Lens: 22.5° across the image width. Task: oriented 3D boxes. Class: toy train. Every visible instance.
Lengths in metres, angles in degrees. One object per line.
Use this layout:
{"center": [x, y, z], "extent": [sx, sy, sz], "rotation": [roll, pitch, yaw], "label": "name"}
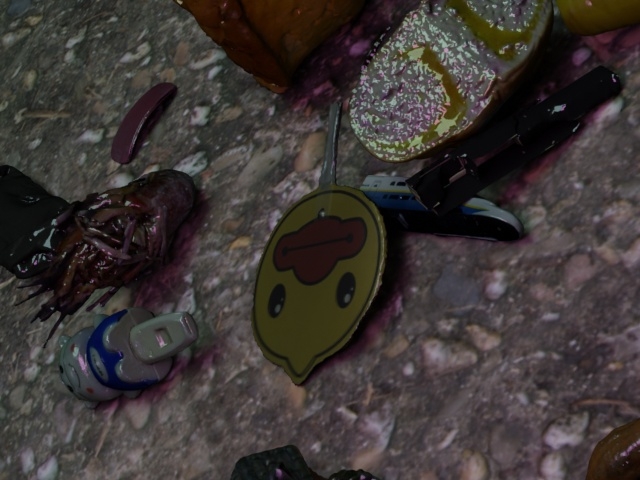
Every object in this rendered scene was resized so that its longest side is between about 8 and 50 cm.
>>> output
{"center": [0.133, -0.035, 1.741], "extent": [0.234, 0.052, 0.051], "rotation": [5, 58, 47], "label": "toy train"}

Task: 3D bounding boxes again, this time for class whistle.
{"center": [-0.238, 0.136, 1.926], "extent": [0.244, 0.092, 0.110], "rotation": [-22, 90, 40], "label": "whistle"}

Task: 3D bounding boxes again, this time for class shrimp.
{"center": [-0.260, 0.009, 1.986], "extent": [0.145, 0.116, 0.343], "rotation": [-2, 29, 32], "label": "shrimp"}

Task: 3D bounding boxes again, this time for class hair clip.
{"center": [-0.253, -0.170, 2.267], "extent": [0.054, 0.022, 0.137], "rotation": [19, 74, 54], "label": "hair clip"}

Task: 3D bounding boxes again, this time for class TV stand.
{"center": [0.206, -0.106, 1.696], "extent": [0.249, 0.042, 0.036], "rotation": [-32, 30, -7], "label": "TV stand"}

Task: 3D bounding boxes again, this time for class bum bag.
{"center": [-0.432, -0.020, 2.281], "extent": [0.142, 0.079, 0.326], "rotation": [-47, 33, -9], "label": "bum bag"}

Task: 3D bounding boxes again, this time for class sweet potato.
{"center": [0.302, 0.171, 1.396], "extent": [0.182, 0.053, 0.054], "rotation": [-26, 38, 29], "label": "sweet potato"}

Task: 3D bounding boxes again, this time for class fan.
{"center": [0.001, 0.000, 1.815], "extent": [0.229, 0.011, 0.335], "rotation": [-10, 67, 49], "label": "fan"}

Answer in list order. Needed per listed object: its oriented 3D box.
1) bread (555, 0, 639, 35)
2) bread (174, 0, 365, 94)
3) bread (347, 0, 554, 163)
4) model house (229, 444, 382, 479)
{"center": [0.411, -0.316, 1.650], "extent": [0.383, 0.112, 0.166], "rotation": [-18, 46, 37], "label": "bread"}
{"center": [-0.105, -0.378, 2.026], "extent": [0.215, 0.398, 0.398], "rotation": [-36, 39, 6], "label": "bread"}
{"center": [0.165, -0.188, 1.767], "extent": [0.158, 0.156, 0.260], "rotation": [47, 111, 23], "label": "bread"}
{"center": [-0.012, 0.283, 1.520], "extent": [0.166, 0.172, 0.183], "rotation": [-44, 37, 9], "label": "model house"}
